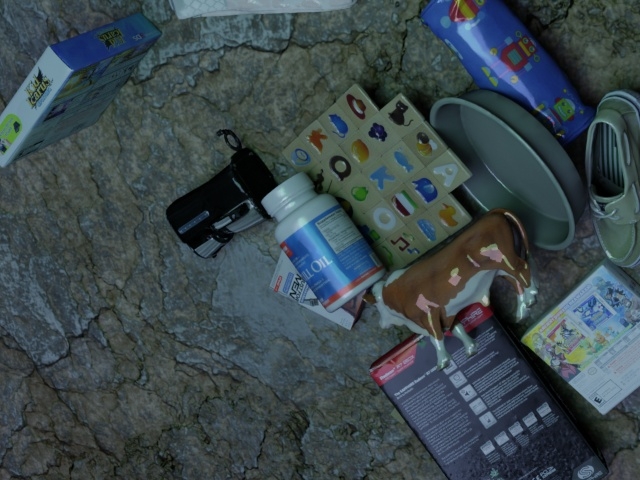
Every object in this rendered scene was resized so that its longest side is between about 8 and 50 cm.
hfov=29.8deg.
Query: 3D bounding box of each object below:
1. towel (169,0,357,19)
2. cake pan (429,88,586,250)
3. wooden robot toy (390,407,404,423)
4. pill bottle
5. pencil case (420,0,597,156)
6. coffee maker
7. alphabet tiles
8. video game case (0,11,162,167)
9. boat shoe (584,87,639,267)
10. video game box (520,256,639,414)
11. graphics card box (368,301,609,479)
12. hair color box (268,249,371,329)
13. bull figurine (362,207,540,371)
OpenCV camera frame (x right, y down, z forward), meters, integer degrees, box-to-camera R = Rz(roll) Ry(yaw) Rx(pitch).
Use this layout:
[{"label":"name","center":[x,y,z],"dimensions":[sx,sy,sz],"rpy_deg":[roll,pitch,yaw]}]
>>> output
[{"label":"towel","center":[-0.127,-0.490,1.815],"dimensions":[0.317,0.053,0.332],"rpy_deg":[-2,130,21]},{"label":"cake pan","center":[0.285,-0.112,1.803],"dimensions":[0.293,0.054,0.293],"rpy_deg":[45,166,15]},{"label":"wooden robot toy","center":[0.211,0.280,2.116],"dimensions":[0.173,0.079,0.076],"rpy_deg":[-27,67,9]},{"label":"pill bottle","center":[0.000,0.000,2.006],"dimensions":[0.124,0.124,0.221],"rpy_deg":[-39,84,33]},{"label":"pencil case","center":[0.275,-0.264,1.791],"dimensions":[0.119,0.133,0.306],"rpy_deg":[-41,94,-9]},{"label":"coffee maker","center":[-0.176,-0.078,2.105],"dimensions":[0.178,0.120,0.171],"rpy_deg":[-30,74,31]},{"label":"alphabet tiles","center":[0.087,-0.093,1.977],"dimensions":[0.285,0.011,0.342],"rpy_deg":[49,137,-3]},{"label":"video game case","center":[-0.417,-0.258,2.025],"dimensions":[0.061,0.269,0.244],"rpy_deg":[47,123,1]},{"label":"boat shoe","center":[0.434,-0.079,1.789],"dimensions":[0.109,0.094,0.302],"rpy_deg":[16,132,39]},{"label":"video game box","center":[0.460,0.156,1.945],"dimensions":[0.187,0.048,0.205],"rpy_deg":[41,123,0]},{"label":"graphics card box","center":[0.281,0.293,2.011],"dimensions":[0.233,0.094,0.371],"rpy_deg":[-37,91,10]},{"label":"hair color box","center":[0.002,0.076,2.117],"dimensions":[0.167,0.053,0.093],"rpy_deg":[26,120,11]},{"label":"bull figurine","center":[0.208,0.084,1.887],"dimensions":[0.310,0.101,0.188],"rpy_deg":[-41,69,29]}]
